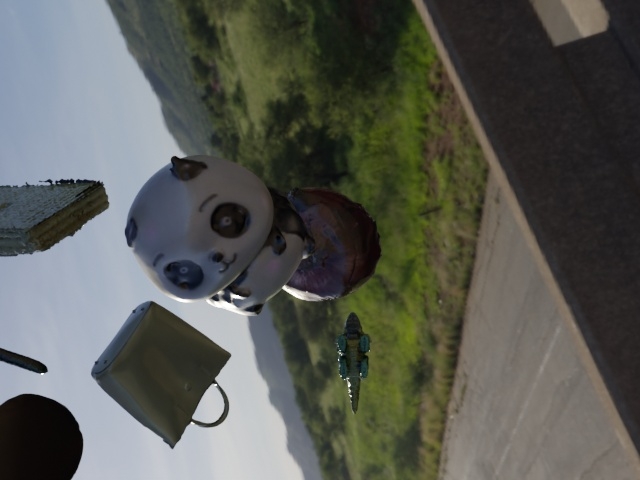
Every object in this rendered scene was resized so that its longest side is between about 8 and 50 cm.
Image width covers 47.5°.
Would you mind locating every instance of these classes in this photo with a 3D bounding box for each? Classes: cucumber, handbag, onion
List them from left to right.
[{"bbox_3d":[-0.708,0.287,1.720,0.032,0.133,0.032,-160,90,-86],"label":"cucumber"},{"bbox_3d":[-0.303,0.290,1.531,0.315,0.241,0.109,42,149,-19],"label":"handbag"},{"bbox_3d":[0.000,0.000,1.498,0.219,0.252,0.252,-59,-43,-61],"label":"onion"}]

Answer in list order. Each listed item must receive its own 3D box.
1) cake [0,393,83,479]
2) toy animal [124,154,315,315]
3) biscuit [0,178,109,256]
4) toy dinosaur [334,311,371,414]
[{"bbox_3d":[-0.548,0.381,1.310,0.207,0.178,0.185,34,-130,-32],"label":"cake"},{"bbox_3d":[-0.135,-0.009,0.931,0.165,0.187,0.235,43,-174,28],"label":"toy animal"},{"bbox_3d":[-0.388,-0.025,0.854,0.147,0.249,0.046,-57,-38,-59],"label":"biscuit"},{"bbox_3d":[0.082,0.311,1.816,0.153,0.094,0.259,34,-125,-84],"label":"toy dinosaur"}]
